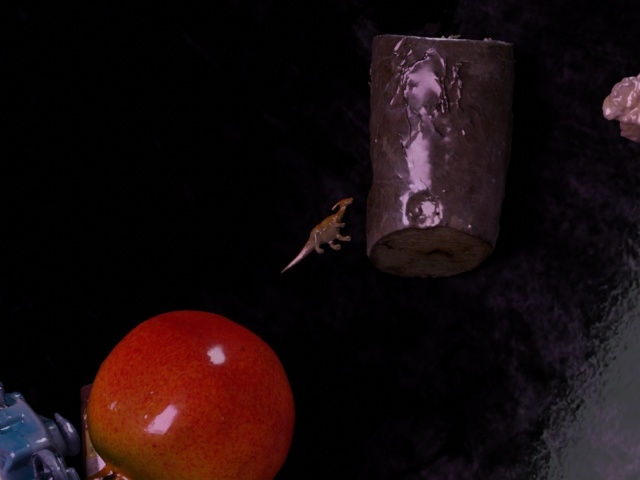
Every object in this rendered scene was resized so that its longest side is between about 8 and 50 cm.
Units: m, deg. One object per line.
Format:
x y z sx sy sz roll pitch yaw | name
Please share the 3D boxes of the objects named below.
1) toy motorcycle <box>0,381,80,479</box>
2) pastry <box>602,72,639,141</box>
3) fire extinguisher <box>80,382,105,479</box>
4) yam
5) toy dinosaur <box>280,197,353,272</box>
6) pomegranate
-0.359 0.287 1.643 0.260 0.154 0.206 37 134 42 | toy motorcycle
0.358 -0.165 1.165 0.258 0.121 0.089 -47 49 23 | pastry
-0.237 0.297 1.605 0.075 0.106 0.252 -5 73 0 | fire extinguisher
0.115 -0.098 1.343 0.154 0.154 0.255 -4 75 40 | yam
0.002 0.001 1.488 0.113 0.026 0.041 -52 45 7 | toy dinosaur
-0.146 0.198 1.429 0.221 0.221 0.257 28 66 41 | pomegranate
